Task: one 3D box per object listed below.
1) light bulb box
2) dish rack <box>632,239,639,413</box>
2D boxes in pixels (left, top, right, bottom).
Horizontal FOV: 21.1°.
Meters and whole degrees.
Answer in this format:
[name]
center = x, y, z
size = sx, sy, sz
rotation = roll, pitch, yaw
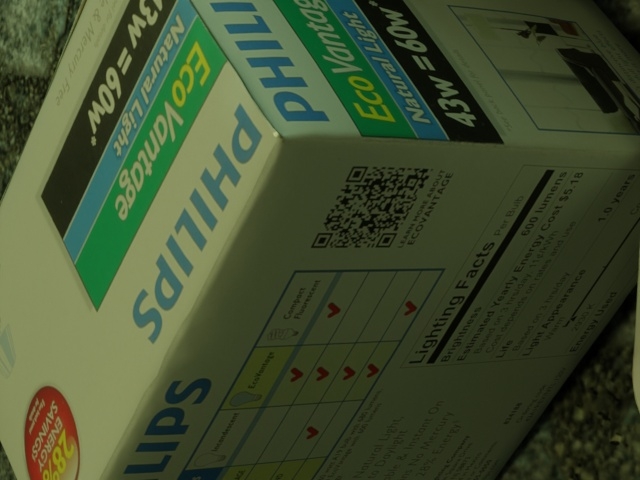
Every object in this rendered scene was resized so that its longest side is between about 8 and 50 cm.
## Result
[light bulb box]
center = 0.000, 0.000, 1.126
size = 0.225, 0.361, 0.358
rotation = 57, 131, 36
[dish rack]
center = 0.306, -0.038, 0.935
size = 0.286, 0.072, 0.332
rotation = -2, 81, 49
